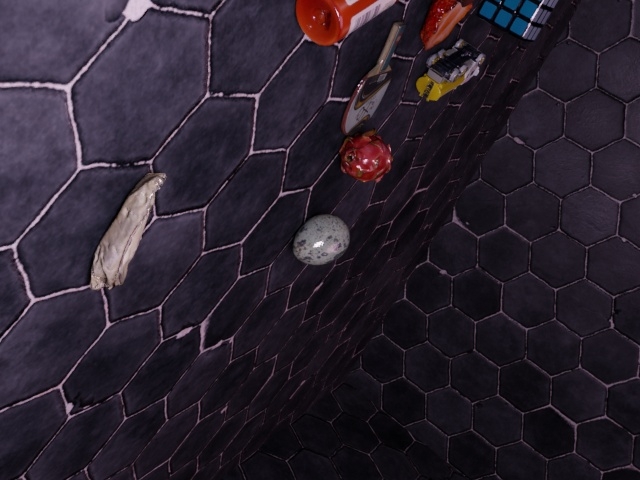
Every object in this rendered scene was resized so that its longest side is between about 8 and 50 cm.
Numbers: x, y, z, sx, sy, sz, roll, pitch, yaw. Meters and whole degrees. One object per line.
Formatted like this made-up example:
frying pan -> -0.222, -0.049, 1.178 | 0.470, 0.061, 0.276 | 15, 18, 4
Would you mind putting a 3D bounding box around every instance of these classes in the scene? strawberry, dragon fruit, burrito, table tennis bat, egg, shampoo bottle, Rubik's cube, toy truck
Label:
strawberry -> 0.301, -0.550, 1.673 | 0.187, 0.082, 0.146 | -53, 158, 19
dragon fruit -> 0.108, -0.211, 1.747 | 0.133, 0.136, 0.166 | -16, 178, 35
burrito -> -0.316, -0.010, 1.128 | 0.230, 0.063, 0.058 | -58, 152, 8
table tennis bat -> 0.130, -0.382, 1.645 | 0.173, 0.022, 0.301 | -32, 155, -50
egg -> 0.000, 0.000, 1.844 | 0.172, 0.132, 0.132 | -29, 152, -27
shampoo bottle -> 0.080, -0.454, 1.240 | 0.278, 0.104, 0.104 | -42, 159, -33
Rubik's cube -> 0.572, -0.681, 1.979 | 0.163, 0.162, 0.161 | -22, 143, -57
toy truck -> 0.364, -0.478, 1.940 | 0.227, 0.098, 0.114 | -36, 159, -38

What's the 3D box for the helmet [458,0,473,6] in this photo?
helmet -> 0.312, -0.612, 1.533 | 0.175, 0.106, 0.155 | -16, 133, -60
